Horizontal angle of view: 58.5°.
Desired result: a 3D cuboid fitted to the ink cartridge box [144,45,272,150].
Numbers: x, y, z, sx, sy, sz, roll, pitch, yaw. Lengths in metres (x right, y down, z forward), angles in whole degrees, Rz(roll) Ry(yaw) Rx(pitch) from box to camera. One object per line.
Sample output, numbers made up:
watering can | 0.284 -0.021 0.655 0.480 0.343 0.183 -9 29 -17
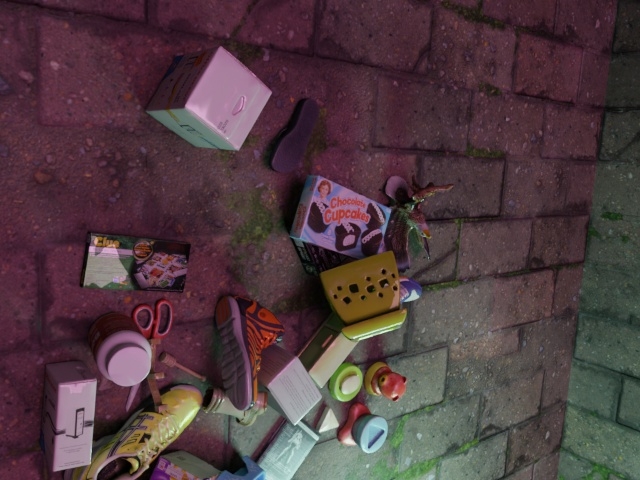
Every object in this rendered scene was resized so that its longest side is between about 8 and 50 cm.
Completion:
ink cartridge box | -0.270 -0.334 1.367 0.168 0.233 0.171 35 77 -38

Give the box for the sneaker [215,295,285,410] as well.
sneaker | -0.173 0.300 1.565 0.180 0.124 0.321 12 56 -39

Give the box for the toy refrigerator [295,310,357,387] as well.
toy refrigerator | 0.035 0.323 1.824 0.269 0.102 0.094 -47 124 -21

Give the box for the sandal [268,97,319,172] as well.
sandal | -0.078 -0.297 1.652 0.097 0.054 0.254 49 59 -41

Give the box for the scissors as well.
scissors | -0.445 0.299 1.491 0.109 0.021 0.297 2 97 -39

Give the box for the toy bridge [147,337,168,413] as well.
toy bridge | -0.422 0.346 1.462 0.026 0.063 0.188 -2 80 -38

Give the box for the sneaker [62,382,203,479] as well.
sneaker | -0.447 0.519 1.454 0.385 0.147 0.145 -38 118 -29

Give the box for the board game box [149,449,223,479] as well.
board game box | -0.393 0.721 1.505 0.275 0.142 0.144 -67 164 -7

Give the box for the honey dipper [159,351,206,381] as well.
honey dipper | -0.370 0.350 1.557 0.161 0.030 0.030 43 72 -37

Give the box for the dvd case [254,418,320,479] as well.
dvd case | -0.111 0.676 1.833 0.221 0.018 0.164 -51 124 -18

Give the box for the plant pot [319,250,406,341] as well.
plant pot | 0.136 0.177 1.696 0.228 0.227 0.207 -17 76 0

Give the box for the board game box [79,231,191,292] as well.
board game box | -0.456 0.058 1.431 0.260 0.030 0.136 8 96 -39

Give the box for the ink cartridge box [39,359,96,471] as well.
ink cartridge box | -0.584 0.397 1.320 0.086 0.148 0.203 2 97 -37

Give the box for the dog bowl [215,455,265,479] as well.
dog bowl | -0.240 0.718 1.606 0.297 0.074 0.166 15 95 -74

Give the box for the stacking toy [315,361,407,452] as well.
stacking toy | 0.152 0.568 1.948 0.279 0.130 0.309 22 84 -39

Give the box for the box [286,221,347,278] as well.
box | 0.000 0.000 1.747 0.147 0.077 0.180 -38 121 -27

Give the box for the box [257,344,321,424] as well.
box | -0.121 0.407 1.666 0.119 0.181 0.182 -41 121 -23

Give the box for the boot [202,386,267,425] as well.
boot | -0.253 0.464 1.606 0.165 0.213 0.077 12 57 -18

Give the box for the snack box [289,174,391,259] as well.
snack box | 0.066 -0.055 1.699 0.322 0.060 0.187 19 85 -40

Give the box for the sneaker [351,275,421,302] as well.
sneaker | 0.232 0.195 1.919 0.296 0.131 0.112 5 134 -33

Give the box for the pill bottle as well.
pill bottle | -0.465 0.254 1.333 0.121 0.216 0.121 -6 103 -28

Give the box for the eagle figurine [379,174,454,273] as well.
eagle figurine | 0.306 -0.054 1.941 0.226 0.225 0.298 12 129 -1
